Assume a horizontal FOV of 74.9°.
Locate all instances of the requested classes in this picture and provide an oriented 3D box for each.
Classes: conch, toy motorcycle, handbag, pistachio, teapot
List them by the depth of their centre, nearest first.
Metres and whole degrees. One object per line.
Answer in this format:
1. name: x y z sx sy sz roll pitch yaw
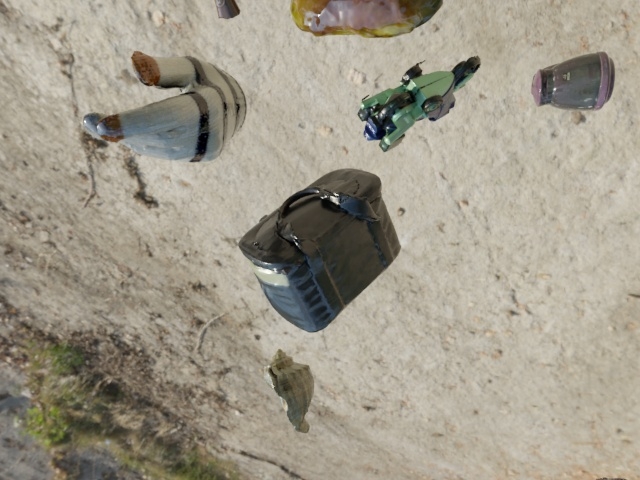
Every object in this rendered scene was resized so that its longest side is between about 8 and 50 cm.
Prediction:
1. pistachio: 0.037 -0.257 0.419 0.172 0.090 0.049 13 176 23
2. handbag: 0.000 0.000 0.688 0.181 0.254 0.182 26 147 49
3. teapot: 0.528 -0.344 0.888 0.145 0.149 0.116 0 161 20
4. conch: -0.079 0.364 1.011 0.129 0.208 0.155 -24 159 24
5. toy motorcycle: 0.246 -0.342 1.034 0.125 0.331 0.196 56 162 8

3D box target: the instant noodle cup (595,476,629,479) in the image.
1. instant noodle cup: 0.302 0.367 0.351 0.242 0.231 0.243 30 153 17

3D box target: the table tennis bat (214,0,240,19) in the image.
1. table tennis bat: -0.114 -0.308 0.372 0.107 0.119 0.170 -14 141 3

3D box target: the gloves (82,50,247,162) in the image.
1. gloves: -0.194 -0.165 0.566 0.131 0.219 0.140 42 127 -7
